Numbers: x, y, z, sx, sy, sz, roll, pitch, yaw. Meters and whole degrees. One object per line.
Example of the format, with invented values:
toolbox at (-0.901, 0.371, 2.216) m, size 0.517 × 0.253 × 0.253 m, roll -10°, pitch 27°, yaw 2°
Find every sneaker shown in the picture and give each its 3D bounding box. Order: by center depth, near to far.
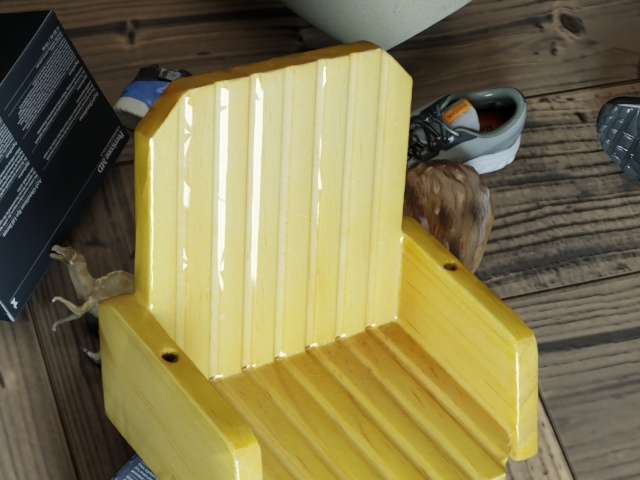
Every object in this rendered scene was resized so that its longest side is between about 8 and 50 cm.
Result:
sneaker at (-0.142, -0.142, 2.039) m, size 0.152 × 0.058 × 0.084 m, roll 24°, pitch 65°, yaw 9°
sneaker at (0.110, -0.110, 2.055) m, size 0.271 × 0.108 × 0.100 m, roll -22°, pitch 68°, yaw -23°
sneaker at (0.453, -0.122, 2.167) m, size 0.283 × 0.107 × 0.124 m, roll 16°, pitch 42°, yaw -8°

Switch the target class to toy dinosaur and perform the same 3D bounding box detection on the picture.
toy dinosaur at (-0.206, 0.079, 1.871) m, size 0.183 × 0.053 × 0.092 m, roll 38°, pitch 81°, yaw -18°

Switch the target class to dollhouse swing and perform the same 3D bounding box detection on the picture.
dollhouse swing at (0.020, 0.044, 1.627) m, size 0.347 × 0.305 × 0.315 m, roll -15°, pitch 45°, yaw -36°

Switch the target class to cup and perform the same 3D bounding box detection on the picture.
cup at (0.065, -0.348, 2.097) m, size 0.331 × 0.331 × 0.237 m, roll -35°, pitch 98°, yaw -29°

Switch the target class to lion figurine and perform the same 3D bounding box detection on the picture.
lion figurine at (0.000, 0.000, 1.910) m, size 0.392 × 0.142 × 0.240 m, roll 13°, pitch 73°, yaw -24°

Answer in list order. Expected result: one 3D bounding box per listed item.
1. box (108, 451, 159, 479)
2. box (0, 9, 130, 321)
box at (-0.117, 0.233, 1.758) m, size 0.108 × 0.153 × 0.207 m, roll 37°, pitch 58°, yaw 10°
box at (-0.323, -0.077, 1.871) m, size 0.103 × 0.184 × 0.261 m, roll 1°, pitch 48°, yaw 34°
